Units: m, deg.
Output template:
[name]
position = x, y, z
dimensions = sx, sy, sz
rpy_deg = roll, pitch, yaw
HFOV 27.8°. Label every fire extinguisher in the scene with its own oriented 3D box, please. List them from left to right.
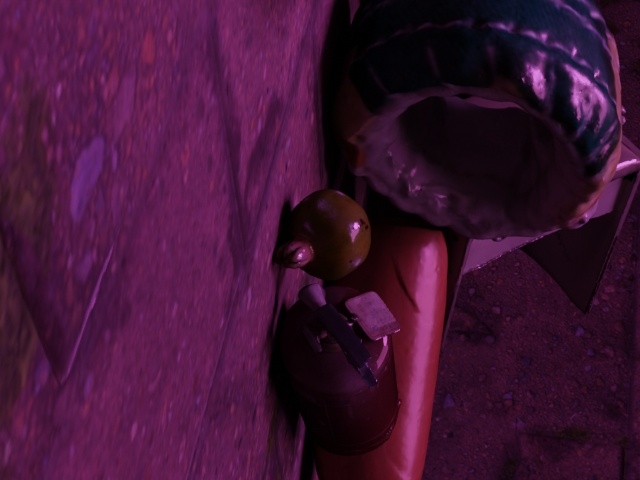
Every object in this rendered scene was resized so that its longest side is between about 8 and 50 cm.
[fire extinguisher]
position = 0.021, 0.109, 1.096
dimensions = 0.269, 0.105, 0.104
rpy_deg = 80, 18, -66

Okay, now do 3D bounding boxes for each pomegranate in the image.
[pomegranate]
position = 0.000, 0.002, 1.014
dimensions = 0.084, 0.073, 0.073
rpy_deg = -42, 158, -15

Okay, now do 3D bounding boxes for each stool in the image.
[stool]
position = 0.195, -0.016, 1.464
dimensions = 0.170, 0.244, 0.269
rpy_deg = 51, -30, 34

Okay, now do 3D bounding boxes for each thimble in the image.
[thimble]
position = 0.153, -0.128, 1.199
dimensions = 0.254, 0.288, 0.167
rpy_deg = -29, -139, 43

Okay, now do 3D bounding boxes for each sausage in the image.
[sausage]
position = 0.059, 0.127, 1.312
dimensions = 0.121, 0.121, 0.304
rpy_deg = 4, 92, -82

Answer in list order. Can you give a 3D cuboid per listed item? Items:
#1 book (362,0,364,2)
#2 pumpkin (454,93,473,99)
[book]
position = 0.061, -0.346, 1.282
dimensions = 0.295, 0.020, 0.207
rpy_deg = 73, 25, -71
[pumpkin]
position = 0.209, -0.308, 1.560
dimensions = 0.323, 0.241, 0.323
rpy_deg = 9, 90, -72
